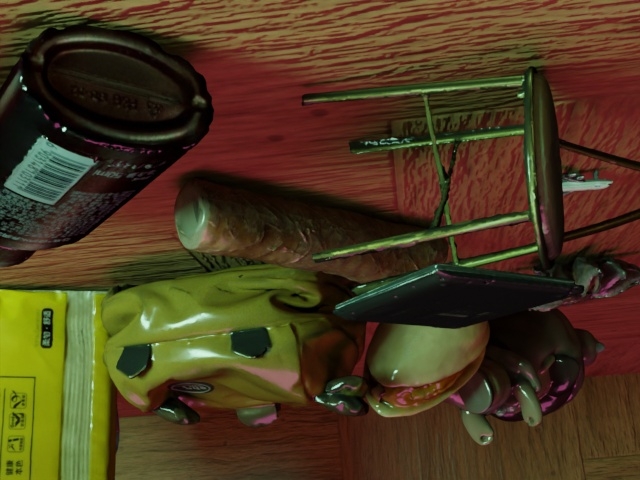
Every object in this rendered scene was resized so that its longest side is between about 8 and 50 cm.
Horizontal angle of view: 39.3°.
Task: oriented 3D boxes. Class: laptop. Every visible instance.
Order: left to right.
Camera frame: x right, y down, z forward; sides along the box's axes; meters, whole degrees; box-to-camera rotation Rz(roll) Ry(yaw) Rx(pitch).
[{"bbox_3d":[0.102,0.048,0.709,0.129,0.016,0.180,6,163,-22],"label":"laptop"}]

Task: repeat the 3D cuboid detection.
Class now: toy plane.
[{"bbox_3d":[0.247,-0.055,0.894,0.084,0.024,0.078,-15,162,12],"label":"toy plane"}]

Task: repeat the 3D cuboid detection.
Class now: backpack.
[{"bbox_3d":[-0.095,0.146,1.194,0.353,0.201,0.378,-8,164,19],"label":"backpack"}]

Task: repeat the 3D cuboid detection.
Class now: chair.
[{"bbox_3d":[0.163,-0.050,0.662,0.325,0.160,0.170,-5,166,17],"label":"chair"}]

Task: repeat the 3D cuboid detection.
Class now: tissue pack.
[{"bbox_3d":[-0.407,0.276,1.237,0.228,0.382,0.293,5,162,-21],"label":"tissue pack"}]

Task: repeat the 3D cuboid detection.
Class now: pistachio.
[{"bbox_3d":[0.145,0.142,1.244,0.229,0.157,0.157,-46,-169,-35],"label":"pistachio"}]

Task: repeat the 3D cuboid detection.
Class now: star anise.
[{"bbox_3d":[0.360,0.059,1.267,0.182,0.065,0.195,-4,161,-20],"label":"star anise"}]

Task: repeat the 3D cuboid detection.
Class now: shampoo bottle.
[{"bbox_3d":[-0.202,-0.052,0.674,0.129,0.084,0.323,7,162,-30],"label":"shampoo bottle"}]

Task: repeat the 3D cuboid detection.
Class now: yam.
[{"bbox_3d":[0.000,0.000,0.931,0.356,0.081,0.081,11,158,-41],"label":"yam"}]

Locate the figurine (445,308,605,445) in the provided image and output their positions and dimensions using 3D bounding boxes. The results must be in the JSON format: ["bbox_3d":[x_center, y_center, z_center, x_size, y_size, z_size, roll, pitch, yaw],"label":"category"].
[{"bbox_3d":[0.295,0.209,1.461,0.248,0.203,0.380,-26,169,32],"label":"figurine"}]

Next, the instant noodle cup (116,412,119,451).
[{"bbox_3d":[-0.500,0.335,1.714,0.190,0.251,0.251,-7,167,-27],"label":"instant noodle cup"}]

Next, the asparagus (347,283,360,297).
[{"bbox_3d":[0.001,0.102,1.382,0.025,0.024,0.248,-3,164,-30],"label":"asparagus"}]
